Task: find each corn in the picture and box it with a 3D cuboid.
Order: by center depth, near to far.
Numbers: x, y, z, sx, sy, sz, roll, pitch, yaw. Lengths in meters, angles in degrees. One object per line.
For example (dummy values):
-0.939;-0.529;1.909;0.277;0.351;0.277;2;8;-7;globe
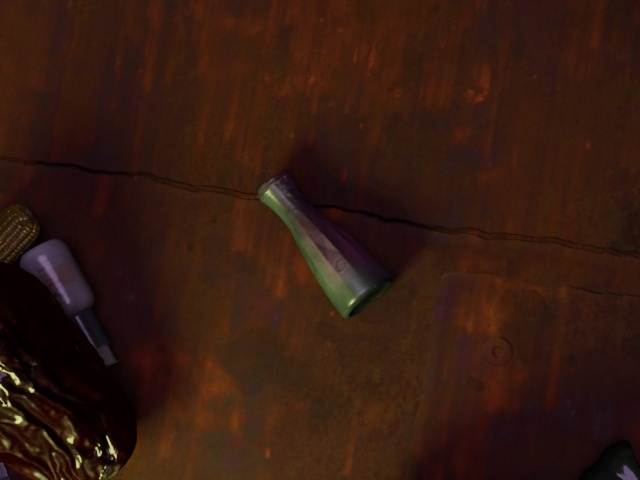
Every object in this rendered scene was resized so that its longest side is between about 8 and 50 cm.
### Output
-0.463;0.021;1.909;0.165;0.063;0.085;-42;46;1;corn

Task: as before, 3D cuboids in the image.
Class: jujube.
-0.387;0.182;1.800;0.216;0.216;0.342;-42;101;0;jujube

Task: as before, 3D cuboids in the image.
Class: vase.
0.000;0.000;1.872;0.086;0.086;0.214;-40;77;0;vase

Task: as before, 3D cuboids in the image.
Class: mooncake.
0.420;0.346;1.782;0.175;0.104;0.168;6;79;3;mooncake

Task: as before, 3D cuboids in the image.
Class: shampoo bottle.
-0.345;0.094;1.893;0.074;0.074;0.192;-28;87;2;shampoo bottle

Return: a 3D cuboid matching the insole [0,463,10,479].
-0.440;0.428;1.898;0.111;0.007;0.327;-19;83;1;insole
